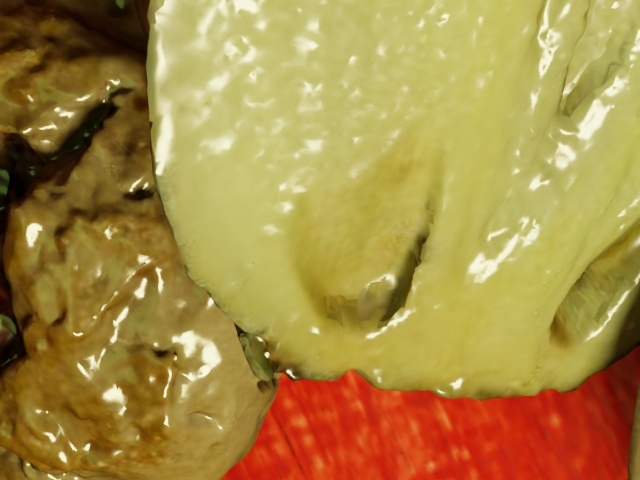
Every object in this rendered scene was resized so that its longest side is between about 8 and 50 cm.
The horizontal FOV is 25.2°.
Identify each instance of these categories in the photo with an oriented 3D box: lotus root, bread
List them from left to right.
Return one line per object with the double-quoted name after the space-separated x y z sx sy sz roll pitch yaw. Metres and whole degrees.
-0.106 -0.003 0.557 0.230 0.123 0.229 9 102 50 "bread"
0.066 -0.085 0.434 0.149 0.267 0.260 -110 26 -47 "lotus root"

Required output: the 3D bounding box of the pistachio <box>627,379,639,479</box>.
0.172 0.099 0.437 0.138 0.153 0.237 20 141 56 "pistachio"
